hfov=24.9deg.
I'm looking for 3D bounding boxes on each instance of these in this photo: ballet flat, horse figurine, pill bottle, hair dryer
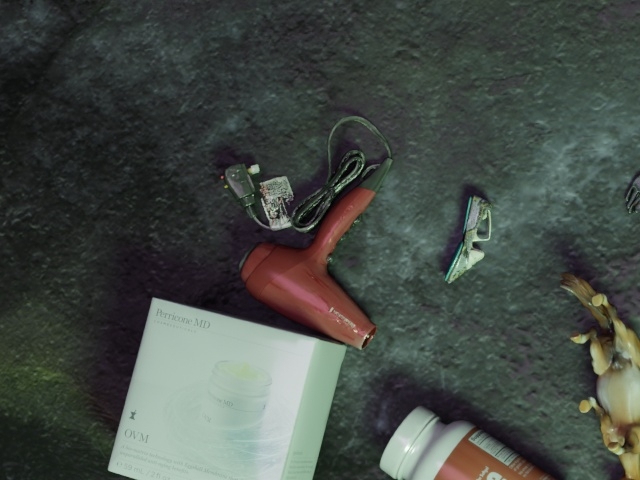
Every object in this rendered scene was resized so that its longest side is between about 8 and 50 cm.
[{"bbox_3d":[0.186,0.002,1.780,0.041,0.041,0.114,17,88,19],"label":"ballet flat"},{"bbox_3d":[0.334,0.165,1.661,0.066,0.174,0.263,-15,65,23],"label":"horse figurine"},{"bbox_3d":[0.182,0.289,1.695,0.216,0.121,0.121,32,92,19],"label":"pill bottle"},{"bbox_3d":[0.000,0.000,1.815,0.224,0.080,0.293,-19,77,13],"label":"hair dryer"}]

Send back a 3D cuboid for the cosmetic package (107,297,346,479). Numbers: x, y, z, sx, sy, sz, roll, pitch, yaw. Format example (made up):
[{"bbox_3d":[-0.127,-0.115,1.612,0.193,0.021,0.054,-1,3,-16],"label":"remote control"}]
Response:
[{"bbox_3d":[-0.113,0.205,1.791,0.224,0.138,0.224,13,85,18],"label":"cosmetic package"}]

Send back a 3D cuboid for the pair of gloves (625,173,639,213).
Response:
[{"bbox_3d":[0.411,-0.051,1.731,0.083,0.010,0.074,31,92,20],"label":"pair of gloves"}]
